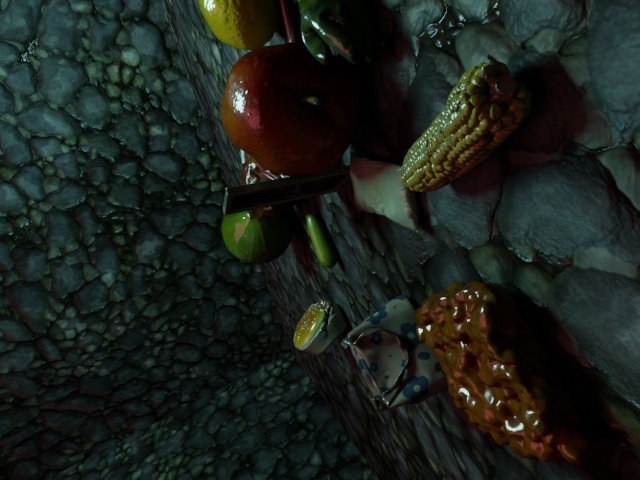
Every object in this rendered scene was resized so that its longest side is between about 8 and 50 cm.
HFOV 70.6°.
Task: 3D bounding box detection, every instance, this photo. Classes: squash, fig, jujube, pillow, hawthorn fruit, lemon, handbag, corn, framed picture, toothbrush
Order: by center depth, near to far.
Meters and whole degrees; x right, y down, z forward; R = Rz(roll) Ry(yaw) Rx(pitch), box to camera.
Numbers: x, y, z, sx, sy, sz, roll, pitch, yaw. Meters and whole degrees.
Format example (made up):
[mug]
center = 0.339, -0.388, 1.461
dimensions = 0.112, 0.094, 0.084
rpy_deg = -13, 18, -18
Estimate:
[corn]
center = 0.187, -0.140, 0.647
dimensions = 0.101, 0.101, 0.291
rpy_deg = 63, 163, 8
[hawthorn fruit]
center = -0.048, -0.260, 0.901
dimensions = 0.287, 0.287, 0.330
rpy_deg = 70, 168, -15
[pillow]
center = 0.132, -0.107, 0.966
dimensions = 0.230, 0.050, 0.148
rpy_deg = 31, 147, 59
[toothbrush]
center = -0.094, -0.596, 0.990
dimensions = 0.041, 0.041, 0.364
rpy_deg = 43, 153, 53
[lemon]
center = -0.186, -0.554, 1.070
dimensions = 0.188, 0.188, 0.256
rpy_deg = 63, -179, 9
[handbag]
center = 0.183, 0.288, 1.118
dimensions = 0.251, 0.193, 0.190
rpy_deg = 61, 168, 18
[framed picture]
center = -0.082, -0.125, 1.132
dimensions = 0.240, 0.324, 0.020
rpy_deg = 151, 105, -73
[squash]
center = 0.000, 0.000, 1.515
dimensions = 0.201, 0.066, 0.066
rpy_deg = 66, 164, -2
[jujube]
center = -0.156, -0.187, 1.543
dimensions = 0.216, 0.216, 0.342
rpy_deg = 61, 176, 15
[fig]
center = -0.251, -0.058, 1.809
dimensions = 0.316, 0.316, 0.316
rpy_deg = 56, 162, 29

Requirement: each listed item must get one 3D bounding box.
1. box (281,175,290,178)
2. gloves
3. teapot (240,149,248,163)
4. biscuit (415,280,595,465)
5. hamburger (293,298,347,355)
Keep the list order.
[box]
center = -0.046, -0.222, 1.194
dimensions = 0.060, 0.156, 0.111
rpy_deg = 19, -144, -58
[gloves]
center = 0.016, -0.399, 0.798
dimensions = 0.107, 0.135, 0.268
rpy_deg = 14, -141, -54
[teapot]
center = -0.218, -0.392, 1.502
dimensions = 0.204, 0.139, 0.298
rpy_deg = 46, 153, 47
[biscuit]
center = 0.298, 0.227, 0.815
dimensions = 0.312, 0.111, 0.318
rpy_deg = 62, 164, 9
[hamburger]
center = -0.016, 0.347, 1.806
dimensions = 0.151, 0.227, 0.295
rpy_deg = 43, 162, -5
